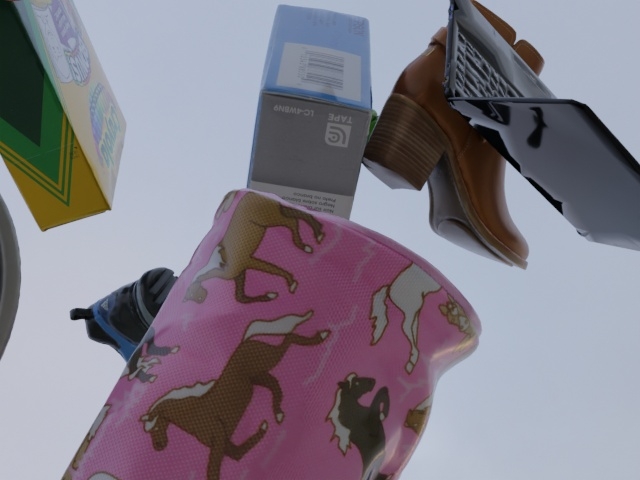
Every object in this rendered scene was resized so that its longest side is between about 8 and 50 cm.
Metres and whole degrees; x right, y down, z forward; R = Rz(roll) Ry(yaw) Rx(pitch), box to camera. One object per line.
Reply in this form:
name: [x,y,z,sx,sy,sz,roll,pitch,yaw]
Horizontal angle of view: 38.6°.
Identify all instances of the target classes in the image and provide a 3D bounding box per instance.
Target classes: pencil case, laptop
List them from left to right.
pencil case: [-0.057,0.163,0.456,0.167,0.160,0.386,77,-142,-73]
laptop: [0.235,-0.113,0.840,0.234,0.137,0.264,39,-138,-30]

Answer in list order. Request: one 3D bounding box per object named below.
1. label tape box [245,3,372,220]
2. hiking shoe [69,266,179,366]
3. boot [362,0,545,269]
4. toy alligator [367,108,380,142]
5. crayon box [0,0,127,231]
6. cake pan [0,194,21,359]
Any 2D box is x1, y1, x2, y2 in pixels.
label tape box: [-0.028,-0.048,1.000,0.115,0.249,0.347,7,-58,-3]
hiking shoe: [-0.187,0.146,1.208,0.132,0.113,0.304,-18,-46,18]
boot: [0.188,-0.112,1.041,0.283,0.109,0.220,37,-101,-27]
toy alligator: [0.059,-0.155,1.338,0.051,0.190,0.056,58,-140,-12]
crayon box: [-0.375,-0.228,1.237,0.106,0.363,0.313,-20,-64,2]
cake pan: [-0.317,0.041,0.509,0.293,0.293,0.054,-24,-26,-23]
